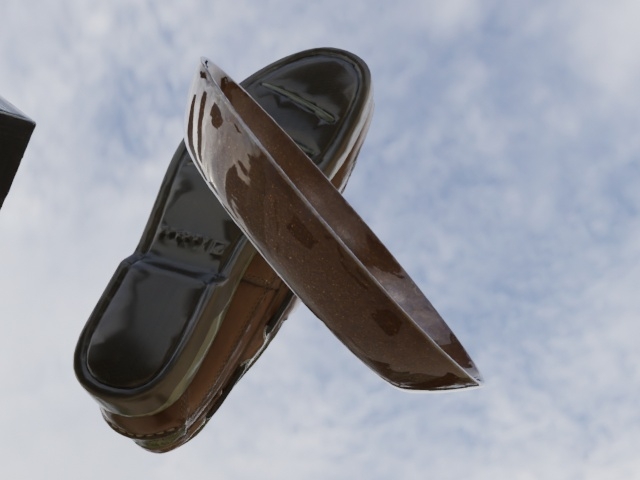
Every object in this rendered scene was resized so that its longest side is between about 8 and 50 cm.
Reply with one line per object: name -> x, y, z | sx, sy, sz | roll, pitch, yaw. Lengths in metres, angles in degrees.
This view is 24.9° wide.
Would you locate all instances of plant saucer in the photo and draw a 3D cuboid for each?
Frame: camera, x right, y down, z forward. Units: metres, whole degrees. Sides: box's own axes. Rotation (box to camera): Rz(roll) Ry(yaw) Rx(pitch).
plant saucer -> 0.000, 0.000, 0.566 | 0.029, 0.168, 0.168 | -40, -49, 6

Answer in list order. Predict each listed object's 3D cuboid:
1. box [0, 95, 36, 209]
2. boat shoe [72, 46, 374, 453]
box -> -0.248, -0.019, 0.819 | 0.045, 0.191, 0.184 | 12, -75, -41
boat shoe -> -0.058, 0.003, 0.997 | 0.307, 0.111, 0.104 | -54, -32, -20
